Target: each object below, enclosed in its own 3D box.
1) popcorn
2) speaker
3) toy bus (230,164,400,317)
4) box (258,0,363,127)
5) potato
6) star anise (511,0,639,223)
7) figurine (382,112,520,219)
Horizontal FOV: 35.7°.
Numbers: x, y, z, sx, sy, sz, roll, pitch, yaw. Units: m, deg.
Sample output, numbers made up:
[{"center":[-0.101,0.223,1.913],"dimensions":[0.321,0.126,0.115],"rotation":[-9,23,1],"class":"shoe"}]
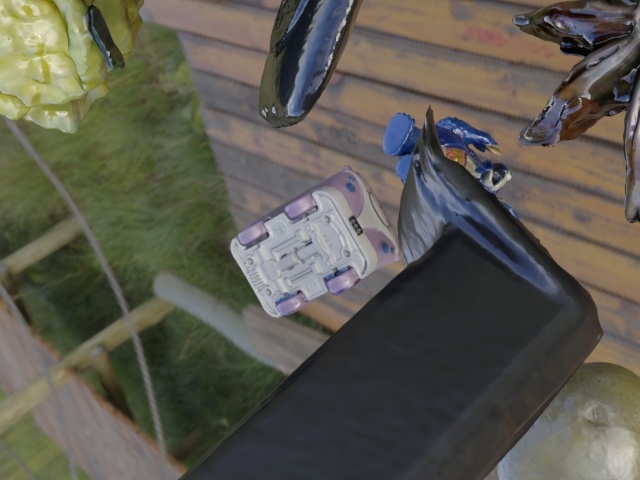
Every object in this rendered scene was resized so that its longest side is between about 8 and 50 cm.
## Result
[{"center":[-0.306,-0.243,1.027],"dimensions":[0.293,0.237,0.293],"rotation":[-18,-90,-79],"class":"popcorn"},{"center":[0.005,0.117,0.622],"dimensions":[0.184,0.388,0.180],"rotation":[40,156,17],"class":"speaker"},{"center":[0.000,0.000,1.310],"dimensions":[0.202,0.142,0.142],"rotation":[-27,92,39],"class":"toy bus"},{"center":[0.002,-0.174,0.697],"dimensions":[0.042,0.201,0.212],"rotation":[21,-176,-12],"class":"box"},{"center":[0.283,0.237,1.084],"dimensions":[0.178,0.160,0.235],"rotation":[44,134,36],"class":"potato"},{"center":[0.252,-0.147,0.688],"dimensions":[0.288,0.088,0.288],"rotation":[4,96,48],"class":"star anise"},{"center":[0.206,-0.114,1.588],"dimensions":[0.121,0.262,0.164],"rotation":[-33,47,40],"class":"figurine"}]
